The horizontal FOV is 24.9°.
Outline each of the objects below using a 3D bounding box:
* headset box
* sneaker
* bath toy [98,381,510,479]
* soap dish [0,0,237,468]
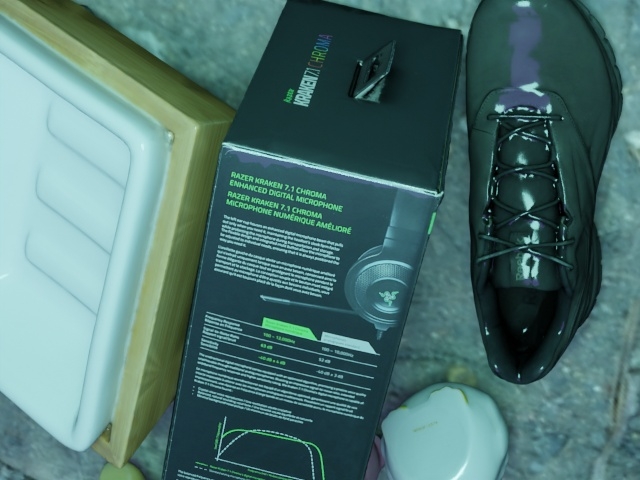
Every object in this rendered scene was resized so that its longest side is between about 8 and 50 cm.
[{"bbox_3d":[0.000,0.000,0.960,0.131,0.246,0.283,13,120,2],"label":"headset box"},{"bbox_3d":[0.146,-0.032,0.975,0.109,0.130,0.286,0,117,17],"label":"sneaker"},{"bbox_3d":[-0.010,0.191,1.143,0.348,0.151,0.129,-17,151,20],"label":"bath toy"},{"bbox_3d":[-0.175,-0.017,1.034,0.229,0.118,0.291,35,126,27],"label":"soap dish"}]
